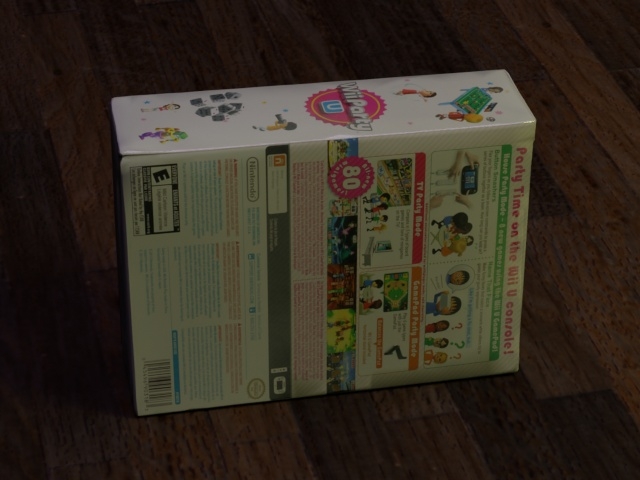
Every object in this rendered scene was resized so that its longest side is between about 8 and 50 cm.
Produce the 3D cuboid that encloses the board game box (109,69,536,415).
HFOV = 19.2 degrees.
[{"bbox_3d":[0.000,0.000,1.426,0.303,0.224,0.097,-5,31,-9],"label":"board game box"}]
